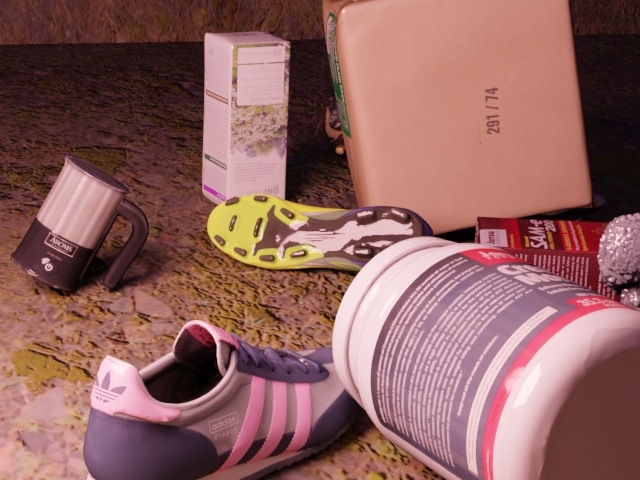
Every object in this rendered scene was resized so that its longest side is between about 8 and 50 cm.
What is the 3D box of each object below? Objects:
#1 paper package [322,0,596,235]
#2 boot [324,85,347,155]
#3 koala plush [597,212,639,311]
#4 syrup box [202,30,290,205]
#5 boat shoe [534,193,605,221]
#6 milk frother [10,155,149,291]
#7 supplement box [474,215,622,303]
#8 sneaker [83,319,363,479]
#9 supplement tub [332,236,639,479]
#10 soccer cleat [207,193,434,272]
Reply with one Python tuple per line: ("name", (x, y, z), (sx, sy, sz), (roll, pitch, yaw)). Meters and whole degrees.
("paper package", (0.178, -0.183, 1.752), (0.309, 0.325, 0.168), (-12, 17, -6))
("boot", (0.146, -0.172, 2.083), (0.284, 0.138, 0.377), (7, 14, 13))
("koala plush", (0.386, 0.074, 1.251), (0.221, 0.196, 0.203), (6, 7, 26))
("syrup box", (-0.106, -0.170, 1.882), (0.093, 0.237, 0.096), (-7, 21, -28))
("boat shoe", (0.343, -0.039, 1.845), (0.125, 0.038, 0.046), (-14, 33, -37))
("milk frother", (-0.278, -0.020, 1.553), (0.129, 0.135, 0.143), (28, 7, -30))
("supplement box", (0.303, 0.026, 1.574), (0.239, 0.073, 0.130), (2, 18, 4))
("sneaker", (-0.065, 0.122, 1.127), (0.112, 0.131, 0.319), (14, 21, 34))
("supplement tub", (0.150, 0.112, 1.083), (0.191, 0.191, 0.272), (-9, 20, -30))
("soccer cleat", (0.000, 0.001, 1.645), (0.289, 0.094, 0.121), (4, -14, 20))
